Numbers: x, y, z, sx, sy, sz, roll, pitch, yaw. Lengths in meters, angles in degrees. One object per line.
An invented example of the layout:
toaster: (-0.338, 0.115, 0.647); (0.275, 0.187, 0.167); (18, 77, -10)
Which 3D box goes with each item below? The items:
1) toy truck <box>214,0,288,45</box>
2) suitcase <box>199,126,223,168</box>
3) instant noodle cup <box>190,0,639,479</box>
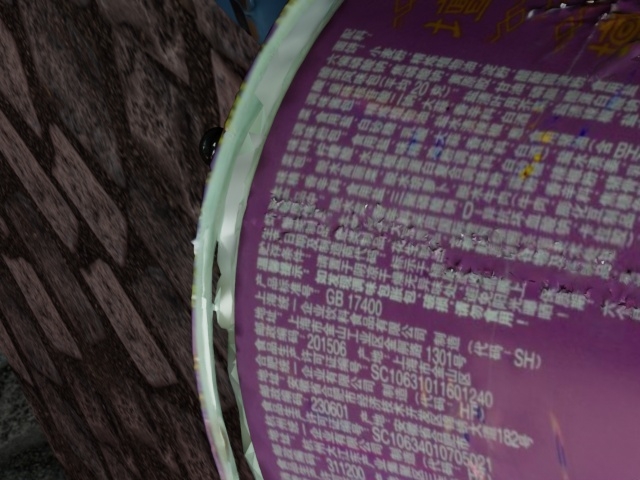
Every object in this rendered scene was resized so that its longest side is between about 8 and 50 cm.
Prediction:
toy truck: (-0.050, -0.292, 0.895); (0.162, 0.161, 0.385); (46, 160, 58)
suitcase: (0.092, 0.061, 1.095); (0.230, 0.152, 0.335); (22, 142, 62)
instant noodle cup: (0.167, 0.025, 0.637); (0.266, 0.340, 0.339); (10, 129, 51)
